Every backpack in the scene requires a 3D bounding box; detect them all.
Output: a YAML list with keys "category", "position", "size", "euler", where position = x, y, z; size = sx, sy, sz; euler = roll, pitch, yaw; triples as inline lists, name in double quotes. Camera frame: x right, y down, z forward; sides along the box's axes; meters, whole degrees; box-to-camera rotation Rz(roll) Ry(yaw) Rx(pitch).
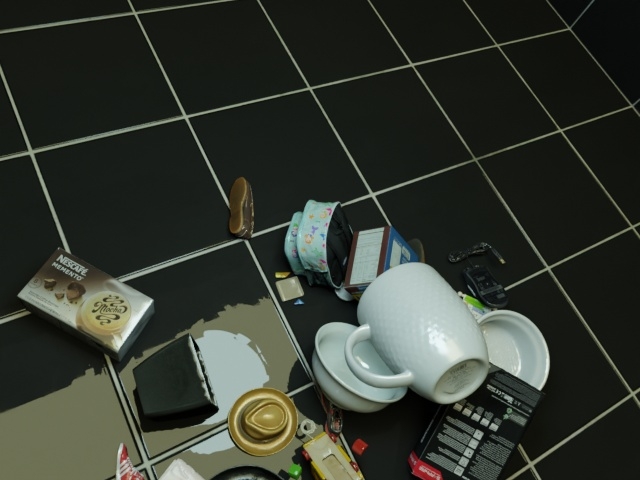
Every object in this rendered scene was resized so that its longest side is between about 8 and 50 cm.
- category: "backpack"
  position: [0.000, 0.000, 1.688]
  size: [0.191, 0.254, 0.225]
  euler: [9, 60, 15]

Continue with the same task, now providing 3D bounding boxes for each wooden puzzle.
- category: "wooden puzzle"
  position: [-0.096, 0.150, 1.720]
  size: [0.078, 0.014, 0.116]
  euler: [-9, 66, -16]

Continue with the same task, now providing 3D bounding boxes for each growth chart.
- category: "growth chart"
  position: [0.520, 0.300, 1.822]
  size: [0.171, 0.021, 0.237]
  euler: [18, 61, -8]

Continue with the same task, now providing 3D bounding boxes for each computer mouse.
- category: "computer mouse"
  position: [0.572, 0.124, 1.900]
  size: [0.184, 0.060, 0.262]
  euler: [-20, 55, -20]

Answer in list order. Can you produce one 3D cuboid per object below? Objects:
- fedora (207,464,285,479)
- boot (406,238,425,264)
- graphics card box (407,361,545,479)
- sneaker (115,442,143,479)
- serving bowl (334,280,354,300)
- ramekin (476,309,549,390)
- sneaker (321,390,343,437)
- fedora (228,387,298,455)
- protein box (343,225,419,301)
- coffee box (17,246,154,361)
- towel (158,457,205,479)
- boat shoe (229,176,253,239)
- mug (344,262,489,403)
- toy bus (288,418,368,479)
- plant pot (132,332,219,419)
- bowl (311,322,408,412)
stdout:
- category: "fedora"
  position: [-0.177, 0.689, 1.275]
  size: [0.333, 0.152, 0.334]
  euler: [7, 62, -14]
- category: "boot"
  position: [0.313, 0.138, 1.818]
  size: [0.115, 0.112, 0.306]
  euler: [32, 49, -34]
- category: "graphics card box"
  position: [0.433, 0.526, 1.549]
  size: [0.232, 0.094, 0.371]
  euler: [28, 89, 0]
- category: "sneaker"
  position: [-0.473, 0.564, 1.375]
  size: [0.066, 0.042, 0.119]
  euler: [-1, 71, -13]
- category: "serving bowl"
  position: [0.082, 0.156, 1.760]
  size: [0.083, 0.027, 0.083]
  euler: [7, 61, -13]
- category: "ramekin"
  position: [0.547, 0.361, 1.708]
  size: [0.277, 0.135, 0.277]
  euler: [3, 75, -11]
- category: "sneaker"
  position: [0.043, 0.474, 1.563]
  size: [0.061, 0.065, 0.158]
  euler: [0, 64, -17]
- category: "fedora"
  position: [-0.150, 0.482, 1.493]
  size: [0.194, 0.079, 0.194]
  euler: [7, 62, -13]
- category: "protein box"
  position: [0.193, 0.098, 1.708]
  size: [0.200, 0.135, 0.201]
  euler: [43, 49, -41]
- category: "coffee box"
  position: [-0.622, 0.173, 1.488]
  size: [0.297, 0.119, 0.168]
  euler: [30, 60, 0]
- category: "towel"
  position: [-0.326, 0.755, 1.315]
  size: [0.331, 0.053, 0.317]
  euler: [39, 60, 4]
- category: "boat shoe"
  position: [-0.249, -0.101, 1.777]
  size: [0.073, 0.073, 0.207]
  euler: [29, 54, -46]
- category: "mug"
  position: [0.245, 0.275, 1.484]
  size: [0.373, 0.276, 0.328]
  euler: [-16, 38, -15]
- category: "toy bus"
  position: [0.023, 0.603, 1.467]
  size: [0.190, 0.104, 0.202]
  euler: [7, 40, 10]
- category: "plant pot"
  position: [-0.378, 0.373, 1.434]
  size: [0.166, 0.188, 0.188]
  euler: [-19, 70, -10]
- category: "bowl"
  position: [0.087, 0.378, 1.554]
  size: [0.297, 0.134, 0.298]
  euler: [26, 24, -12]
